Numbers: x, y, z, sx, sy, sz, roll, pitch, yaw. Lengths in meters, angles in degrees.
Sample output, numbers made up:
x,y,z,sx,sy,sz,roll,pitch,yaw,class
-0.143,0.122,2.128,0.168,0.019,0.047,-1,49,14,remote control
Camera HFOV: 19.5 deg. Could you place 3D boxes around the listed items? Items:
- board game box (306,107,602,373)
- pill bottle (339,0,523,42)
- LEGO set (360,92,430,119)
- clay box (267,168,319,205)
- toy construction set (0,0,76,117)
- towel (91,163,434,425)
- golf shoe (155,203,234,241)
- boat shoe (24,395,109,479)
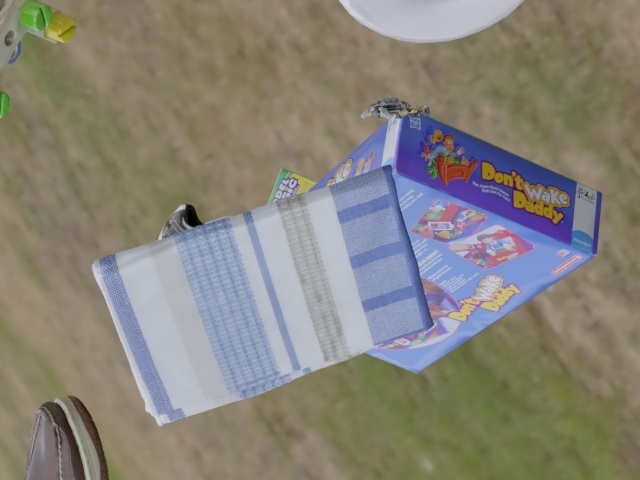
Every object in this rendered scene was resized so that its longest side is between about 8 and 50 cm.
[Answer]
x,y,z,sx,sy,sz,roll,pitch,yaw,class
0.095,0.010,1.933,0.233,0.078,0.347,22,147,-20,board game box
0.067,-0.382,1.769,0.392,0.224,0.224,-111,1,-47,pill bottle
0.067,-0.118,1.630,0.083,0.054,0.023,-1,96,52,LEGO set
0.000,0.000,2.192,0.222,0.127,0.053,23,-178,39,clay box
-0.381,-0.244,1.835,0.151,0.215,0.328,17,153,37,toy construction set
-0.050,0.051,1.695,0.034,0.285,0.209,-111,2,-50,towel
-0.101,0.022,2.118,0.198,0.094,0.077,23,-176,19,golf shoe
-0.229,0.256,1.539,0.095,0.095,0.257,29,123,57,boat shoe
